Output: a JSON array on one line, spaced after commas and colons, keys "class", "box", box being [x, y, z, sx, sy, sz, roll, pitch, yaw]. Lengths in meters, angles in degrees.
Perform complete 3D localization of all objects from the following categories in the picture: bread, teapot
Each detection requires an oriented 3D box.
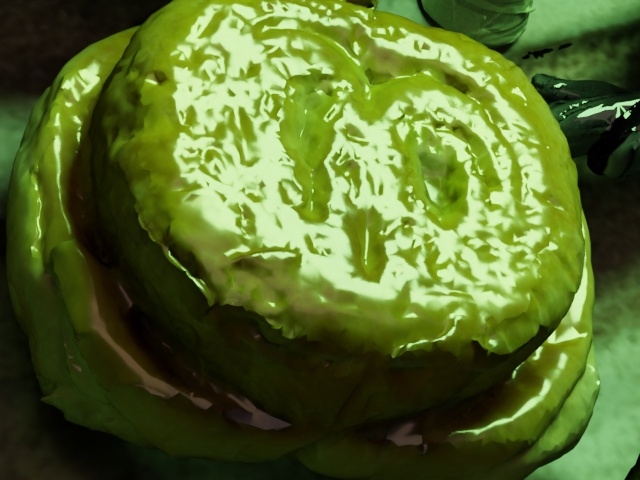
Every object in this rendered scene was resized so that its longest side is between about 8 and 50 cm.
[{"class": "bread", "box": [0.000, -0.002, 0.723, 0.236, 0.120, 0.198, 11, 50, -20]}, {"class": "teapot", "box": [0.088, -0.139, 0.895, 0.057, 0.083, 0.067, 38, 50, 10]}]

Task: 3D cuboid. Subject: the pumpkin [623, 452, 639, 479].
[{"class": "pumpkin", "box": [0.200, 0.154, 0.682, 0.238, 0.159, 0.238, 17, 63, -37]}]

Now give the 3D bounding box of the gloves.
[{"class": "gloves", "box": [0.182, -0.112, 0.896, 0.119, 0.142, 0.285, 19, 44, 25]}]
